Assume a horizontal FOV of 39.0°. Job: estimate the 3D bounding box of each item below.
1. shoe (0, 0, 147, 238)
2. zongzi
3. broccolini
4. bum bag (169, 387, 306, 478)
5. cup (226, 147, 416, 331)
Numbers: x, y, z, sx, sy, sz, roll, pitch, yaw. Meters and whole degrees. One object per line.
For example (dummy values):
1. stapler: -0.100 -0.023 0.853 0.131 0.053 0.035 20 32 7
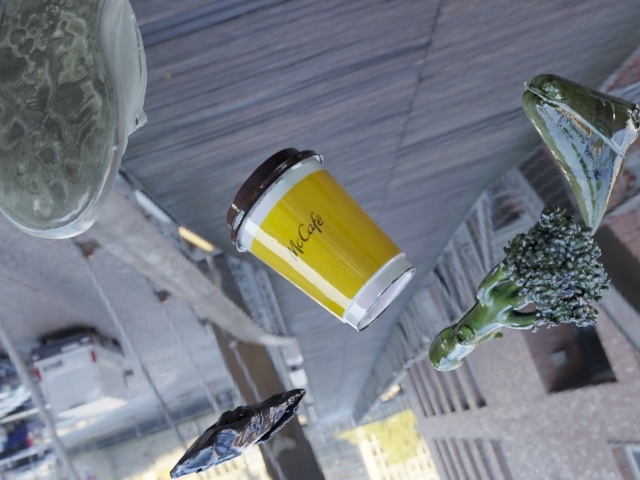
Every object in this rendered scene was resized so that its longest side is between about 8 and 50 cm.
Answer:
1. shoe: -0.213 -0.124 0.806 0.124 0.316 0.159 -3 155 4
2. zongzi: 0.196 -0.068 0.723 0.104 0.113 0.052 14 -171 -19
3. broccolini: 0.118 0.049 0.570 0.058 0.067 0.216 -2 157 -8
4. bum bag: -0.141 0.319 1.508 0.137 0.074 0.310 -43 165 30
5. cup: 0.000 0.000 1.383 0.196 0.279 0.196 -43 165 -15
